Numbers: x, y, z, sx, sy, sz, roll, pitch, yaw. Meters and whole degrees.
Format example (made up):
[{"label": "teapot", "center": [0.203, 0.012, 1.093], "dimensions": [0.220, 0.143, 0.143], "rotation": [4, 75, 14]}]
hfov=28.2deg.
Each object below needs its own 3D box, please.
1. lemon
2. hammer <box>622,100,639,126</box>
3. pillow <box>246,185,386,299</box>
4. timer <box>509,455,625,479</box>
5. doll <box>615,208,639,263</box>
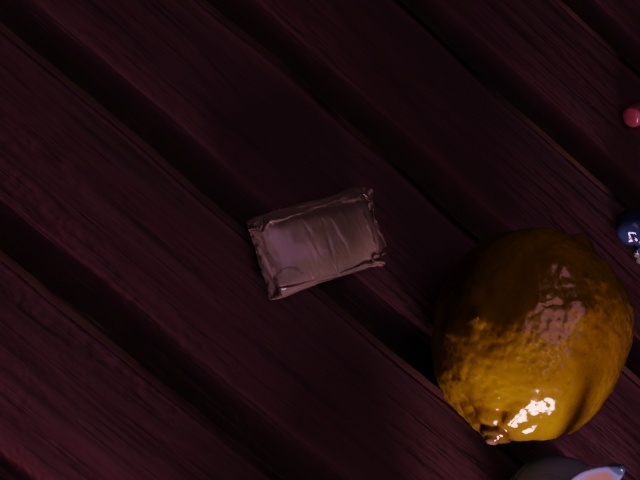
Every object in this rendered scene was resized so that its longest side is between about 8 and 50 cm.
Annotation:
[{"label": "lemon", "center": [0.278, 0.129, 1.714], "dimensions": [0.268, 0.268, 0.322], "rotation": [41, 69, -9]}, {"label": "hammer", "center": [0.542, -0.215, 2.128], "dimensions": [0.083, 0.043, 0.043], "rotation": [-21, 82, -35]}, {"label": "pillow", "center": [0.000, 0.000, 1.728], "dimensions": [0.208, 0.053, 0.119], "rotation": [-16, 83, -33]}, {"label": "timer", "center": [0.333, 0.368, 1.662], "dimensions": [0.175, 0.255, 0.175], "rotation": [0, 90, -15]}, {"label": "doll", "center": [0.507, -0.016, 2.025], "dimensions": [0.083, 0.050, 0.076], "rotation": [37, 53, -10]}]
